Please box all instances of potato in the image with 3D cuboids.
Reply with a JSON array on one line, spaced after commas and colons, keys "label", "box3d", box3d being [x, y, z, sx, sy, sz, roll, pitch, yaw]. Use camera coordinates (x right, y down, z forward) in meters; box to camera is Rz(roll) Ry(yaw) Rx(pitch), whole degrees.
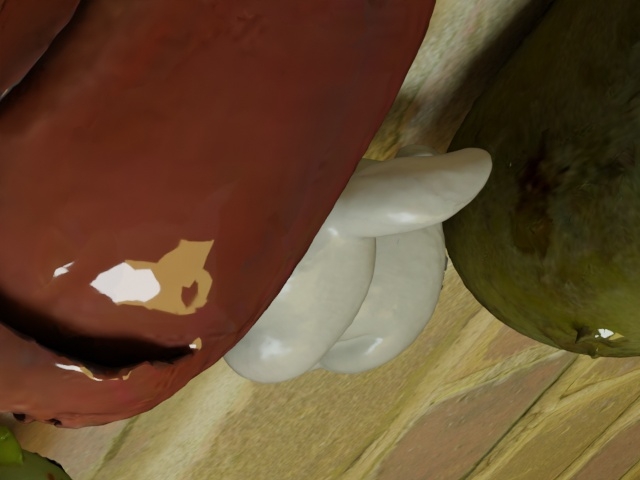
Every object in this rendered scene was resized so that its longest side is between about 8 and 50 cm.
[{"label": "potato", "box3d": [0.225, -0.055, 0.895, 0.219, 0.270, 0.359, 11, 136, -40]}]

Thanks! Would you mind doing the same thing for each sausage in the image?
[{"label": "sausage", "box3d": [-0.057, -0.055, 0.579, 0.280, 0.152, 0.152, -59, 164, -16]}]

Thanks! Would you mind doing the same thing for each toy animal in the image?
[{"label": "toy animal", "box3d": [0.005, -0.004, 0.870, 0.178, 0.127, 0.193, -37, 158, 0]}]

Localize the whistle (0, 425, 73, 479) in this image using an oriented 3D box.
[{"label": "whistle", "box3d": [-0.222, 0.155, 0.921, 0.141, 0.141, 0.294, -33, 142, -6]}]
